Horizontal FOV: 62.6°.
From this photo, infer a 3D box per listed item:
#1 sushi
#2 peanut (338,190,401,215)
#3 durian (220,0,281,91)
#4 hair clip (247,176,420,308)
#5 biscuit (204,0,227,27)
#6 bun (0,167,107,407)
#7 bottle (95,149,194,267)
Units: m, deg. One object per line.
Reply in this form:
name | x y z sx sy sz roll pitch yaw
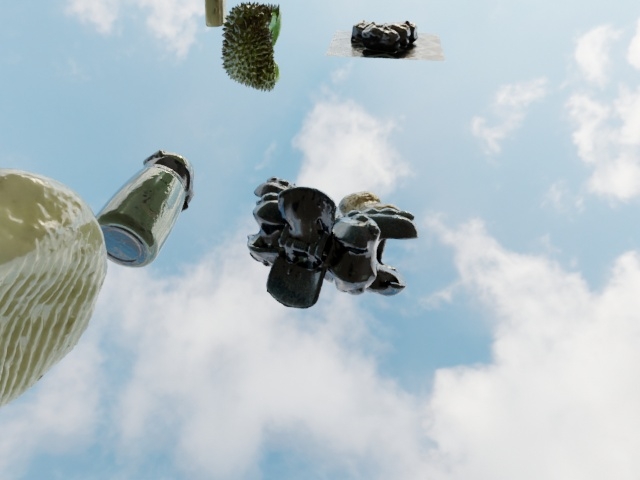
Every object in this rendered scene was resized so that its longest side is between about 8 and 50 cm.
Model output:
sushi | 0.135 -0.426 1.078 0.231 0.047 0.219 5 -145 5
peanut | 0.109 -0.057 1.136 0.089 0.193 0.089 -13 -63 -28
durian | -0.188 -0.542 1.459 0.177 0.200 0.236 5 -69 -23
hair clip | 0.001 0.002 0.891 0.310 0.206 0.194 15 -77 21
biscuit | -0.290 -0.694 1.467 0.056 0.188 0.052 10 -153 9
bun | -0.340 0.038 0.524 0.160 0.259 0.259 30 -112 13
bottle | -0.427 -0.097 1.330 0.169 0.168 0.347 24 -139 -7
